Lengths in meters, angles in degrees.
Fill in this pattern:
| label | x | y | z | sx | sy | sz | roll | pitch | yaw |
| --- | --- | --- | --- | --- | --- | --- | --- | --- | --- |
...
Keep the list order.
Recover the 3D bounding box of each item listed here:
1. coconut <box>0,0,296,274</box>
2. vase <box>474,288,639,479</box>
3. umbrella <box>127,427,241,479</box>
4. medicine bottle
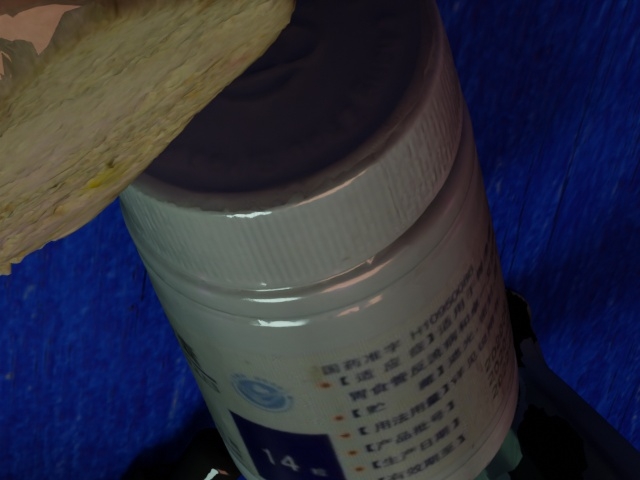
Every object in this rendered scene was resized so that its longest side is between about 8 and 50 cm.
| label | x | y | z | sx | sy | sz | roll | pitch | yaw |
| --- | --- | --- | --- | --- | --- | --- | --- | --- | --- |
| coconut | -0.184 | -0.141 | 0.708 | 0.297 | 0.309 | 0.297 | -35 | 172 | -6 |
| vase | 0.179 | 0.194 | 1.298 | 0.165 | 0.360 | 0.165 | -20 | 141 | -17 |
| umbrella | -0.152 | 0.255 | 1.359 | 0.067 | 0.073 | 0.337 | -5 | 136 | -55 |
| medicine bottle | 0.000 | 0.000 | 1.088 | 0.190 | 0.190 | 0.332 | -28 | 143 | -8 |
